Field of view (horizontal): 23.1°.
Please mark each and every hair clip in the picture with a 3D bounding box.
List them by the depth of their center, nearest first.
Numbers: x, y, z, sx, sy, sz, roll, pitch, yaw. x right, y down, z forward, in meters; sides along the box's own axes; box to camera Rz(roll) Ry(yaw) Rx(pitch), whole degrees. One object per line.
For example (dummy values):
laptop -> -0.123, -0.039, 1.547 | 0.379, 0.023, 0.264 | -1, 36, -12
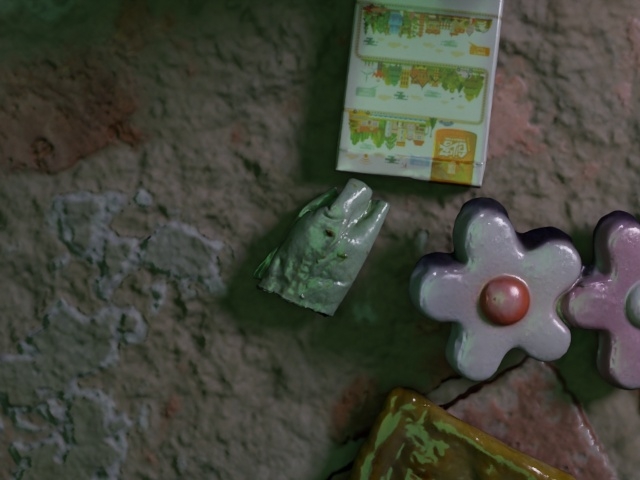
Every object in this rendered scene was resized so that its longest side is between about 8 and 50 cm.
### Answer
hair clip -> 0.196, 0.045, 1.245 | 0.257, 0.075, 0.146 | 5, 87, -2

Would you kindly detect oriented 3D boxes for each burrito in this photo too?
burrito -> 0.003, 0.002, 1.265 | 0.074, 0.044, 0.118 | 32, 96, 6

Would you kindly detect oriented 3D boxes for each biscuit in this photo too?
biscuit -> 0.100, 0.226, 1.266 | 0.183, 0.039, 0.174 | 24, 91, 3

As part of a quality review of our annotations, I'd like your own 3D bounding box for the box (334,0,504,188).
box -> 0.084, -0.158, 1.262 | 0.122, 0.032, 0.220 | 7, 91, 2
